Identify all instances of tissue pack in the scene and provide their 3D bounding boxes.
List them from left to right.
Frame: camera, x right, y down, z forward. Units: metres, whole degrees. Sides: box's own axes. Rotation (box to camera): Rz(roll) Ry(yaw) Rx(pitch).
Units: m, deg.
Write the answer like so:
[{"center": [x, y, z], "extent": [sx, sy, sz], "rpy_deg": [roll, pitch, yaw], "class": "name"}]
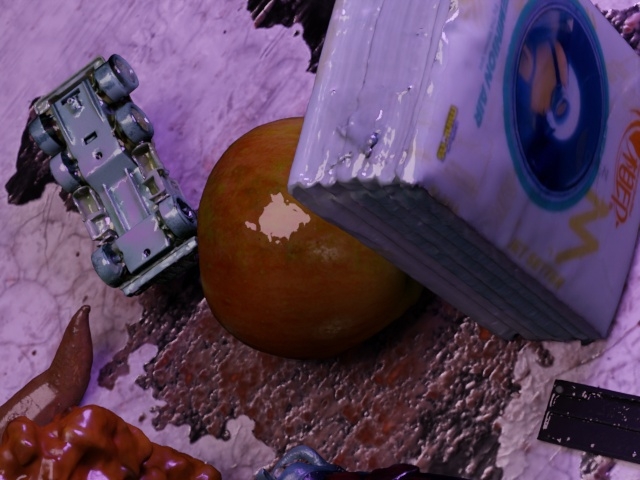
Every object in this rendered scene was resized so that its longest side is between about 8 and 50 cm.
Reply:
[{"center": [0.152, -0.100, 1.738], "extent": [0.162, 0.388, 0.287], "rpy_deg": [4, 71, 35], "class": "tissue pack"}]

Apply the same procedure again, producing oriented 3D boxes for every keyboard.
[{"center": [0.290, 0.171, 1.766], "extent": [0.198, 0.010, 0.063], "rpy_deg": [10, 76, 36], "class": "keyboard"}]

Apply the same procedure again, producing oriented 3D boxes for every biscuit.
[{"center": [-0.257, 0.306, 1.868], "extent": [0.318, 0.312, 0.110], "rpy_deg": [-48, 53, 3], "class": "biscuit"}]

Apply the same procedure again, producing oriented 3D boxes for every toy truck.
[{"center": [-0.203, -0.066, 2.124], "extent": [0.128, 0.135, 0.259], "rpy_deg": [-35, 61, 15], "class": "toy truck"}]

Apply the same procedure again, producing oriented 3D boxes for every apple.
[{"center": [0.000, 0.000, 1.926], "extent": [0.226, 0.246, 0.246], "rpy_deg": [1, 68, 13], "class": "apple"}]

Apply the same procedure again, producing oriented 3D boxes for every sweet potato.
[{"center": [-0.319, 0.191, 2.119], "extent": [0.067, 0.059, 0.281], "rpy_deg": [41, 94, -5], "class": "sweet potato"}]

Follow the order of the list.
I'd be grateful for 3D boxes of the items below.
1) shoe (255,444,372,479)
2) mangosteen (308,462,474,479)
[{"center": [0.005, 0.235, 1.802], "extent": [0.091, 0.207, 0.106], "rpy_deg": [-40, 76, 13], "class": "shoe"}, {"center": [0.068, 0.397, 1.558], "extent": [0.382, 0.382, 0.435], "rpy_deg": [-5, 100, 31], "class": "mangosteen"}]
